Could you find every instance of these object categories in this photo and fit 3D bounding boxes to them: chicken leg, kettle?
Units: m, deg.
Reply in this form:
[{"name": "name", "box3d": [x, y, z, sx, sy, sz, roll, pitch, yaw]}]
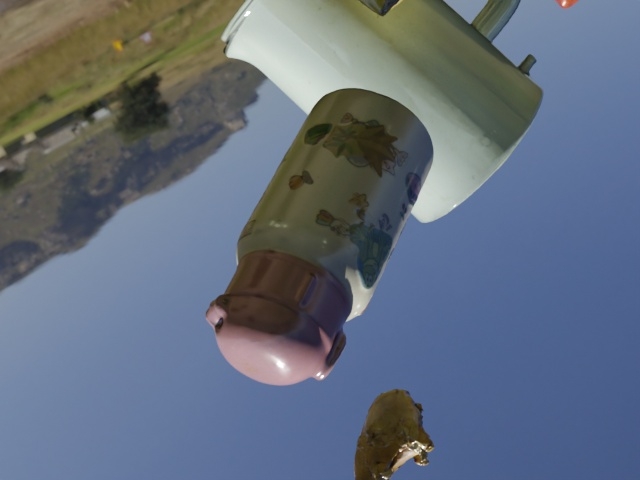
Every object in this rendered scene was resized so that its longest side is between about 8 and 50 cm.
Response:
[{"name": "chicken leg", "box3d": [0.087, 0.299, 1.243, 0.101, 0.085, 0.208, 17, -116, 15]}, {"name": "kettle", "box3d": [0.086, -0.214, 1.040, 0.265, 0.318, 0.205, -45, -171, 33]}]

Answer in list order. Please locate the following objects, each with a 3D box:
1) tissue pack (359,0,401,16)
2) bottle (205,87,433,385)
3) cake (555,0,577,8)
[{"name": "tissue pack", "box3d": [0.015, -0.354, 0.875, 0.192, 0.271, 0.134, -44, 173, -44]}, {"name": "bottle", "box3d": [0.000, 0.000, 0.758, 0.120, 0.120, 0.253, -14, -140, 45]}, {"name": "cake", "box3d": [0.291, -0.516, 1.217, 0.269, 0.319, 0.270, -48, -128, 4]}]
